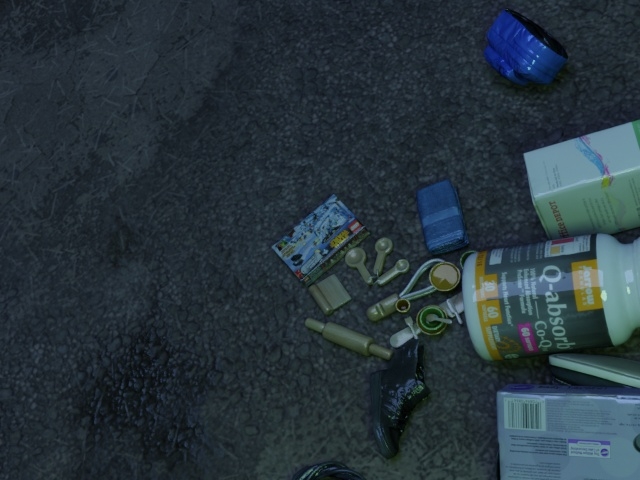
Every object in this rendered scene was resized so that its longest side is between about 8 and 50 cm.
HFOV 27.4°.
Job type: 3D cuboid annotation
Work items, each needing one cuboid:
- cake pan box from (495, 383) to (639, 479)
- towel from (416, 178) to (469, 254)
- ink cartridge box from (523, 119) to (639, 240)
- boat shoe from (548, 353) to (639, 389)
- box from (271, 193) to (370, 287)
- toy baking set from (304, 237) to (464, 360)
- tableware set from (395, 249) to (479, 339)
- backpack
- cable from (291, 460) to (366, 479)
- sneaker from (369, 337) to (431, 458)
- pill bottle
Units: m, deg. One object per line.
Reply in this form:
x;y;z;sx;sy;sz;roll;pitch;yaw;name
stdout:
0.353;0.312;1.690;0.267;0.070;0.245;-2;93;23;cake pan box
0.191;-0.035;2.068;0.067;0.029;0.119;-18;56;13;towel
0.419;-0.084;1.920;0.212;0.154;0.093;-18;55;13;ink cartridge box
0.459;0.232;1.739;0.340;0.127;0.113;12;99;21;boat shoe
0.000;0.000;2.131;0.137;0.027;0.094;-40;52;-3;box
0.098;0.091;2.031;0.256;0.030;0.196;25;73;33;toy baking set
0.188;0.080;1.980;0.154;0.024;0.104;-25;66;-1;tableware set
0.336;-0.301;2.127;0.120;0.098;0.101;45;114;36;backpack
0.022;0.401;1.874;0.184;0.047;0.150;31;71;37;cable
0.121;0.231;1.923;0.089;0.051;0.170;-19;52;18;sneaker
0.351;0.076;1.850;0.278;0.162;0.162;-10;58;19;pill bottle
